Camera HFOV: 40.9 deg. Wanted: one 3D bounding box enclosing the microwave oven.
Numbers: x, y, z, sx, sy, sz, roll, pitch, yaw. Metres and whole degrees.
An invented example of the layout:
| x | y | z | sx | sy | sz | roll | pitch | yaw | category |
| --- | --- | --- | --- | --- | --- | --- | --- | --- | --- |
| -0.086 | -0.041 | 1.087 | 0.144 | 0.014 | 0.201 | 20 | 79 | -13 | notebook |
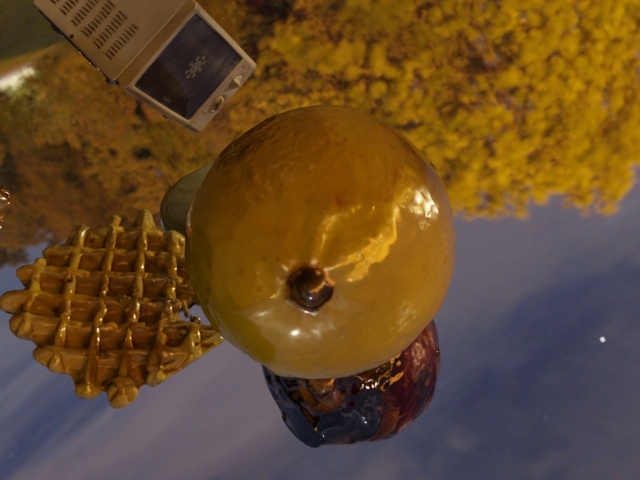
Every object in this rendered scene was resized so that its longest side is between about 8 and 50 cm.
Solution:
| x | y | z | sx | sy | sz | roll | pitch | yaw | category |
| --- | --- | --- | --- | --- | --- | --- | --- | --- | --- |
| -0.215 | -0.258 | 1.076 | 0.145 | 0.194 | 0.240 | -50 | 168 | 4 | microwave oven |

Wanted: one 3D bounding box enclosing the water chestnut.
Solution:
| x | y | z | sx | sy | sz | roll | pitch | yaw | category |
| --- | --- | --- | --- | --- | --- | --- | --- | --- | --- |
| 0.063 | 0.167 | 1.451 | 0.347 | 0.335 | 0.335 | -24 | -174 | -43 | water chestnut |

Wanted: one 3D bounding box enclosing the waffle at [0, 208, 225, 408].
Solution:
| x | y | z | sx | sy | sz | roll | pitch | yaw | category |
| --- | --- | --- | --- | --- | --- | --- | --- | --- | --- |
| -0.237 | 0.071 | 1.038 | 0.261 | 0.250 | 0.056 | -35 | 153 | -34 | waffle |

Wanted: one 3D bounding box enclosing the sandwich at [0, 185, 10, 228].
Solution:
| x | y | z | sx | sy | sz | roll | pitch | yaw | category |
| --- | --- | --- | --- | --- | --- | --- | --- | --- | --- |
| -0.517 | 0.062 | 1.004 | 0.099 | 0.301 | 0.271 | 15 | -172 | 39 | sandwich |

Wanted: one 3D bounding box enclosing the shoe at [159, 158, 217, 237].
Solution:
| x | y | z | sx | sy | sz | roll | pitch | yaw | category |
| --- | --- | --- | --- | --- | --- | --- | --- | --- | --- |
| -0.160 | -0.047 | 1.280 | 0.251 | 0.103 | 0.100 | -52 | 167 | -52 | shoe |

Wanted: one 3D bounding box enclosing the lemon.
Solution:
| x | y | z | sx | sy | sz | roll | pitch | yaw | category |
| --- | --- | --- | --- | --- | --- | --- | --- | --- | --- |
| 0.000 | 0.000 | 0.892 | 0.297 | 0.297 | 0.297 | -29 | -167 | 7 | lemon |
